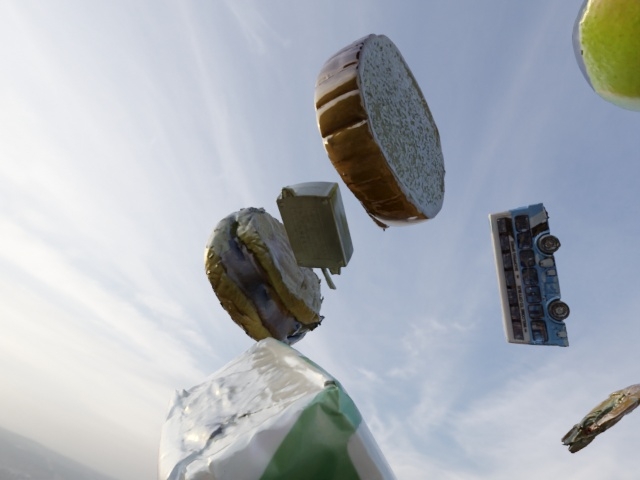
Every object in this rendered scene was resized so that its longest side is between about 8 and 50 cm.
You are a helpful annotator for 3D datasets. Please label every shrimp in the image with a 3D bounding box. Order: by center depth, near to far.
[{"bbox_3d":[0.493,0.303,0.718,0.041,0.180,0.099,52,7,24],"label":"shrimp"}]

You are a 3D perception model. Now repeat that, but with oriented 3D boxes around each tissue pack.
[{"bbox_3d":[-0.014,0.307,0.461,0.356,0.194,0.266,63,-18,-5],"label":"tissue pack"}]

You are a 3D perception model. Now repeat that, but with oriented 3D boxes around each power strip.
[{"bbox_3d":[0.000,0.000,0.550,0.075,0.042,0.175,0,-56,22],"label":"power strip"}]

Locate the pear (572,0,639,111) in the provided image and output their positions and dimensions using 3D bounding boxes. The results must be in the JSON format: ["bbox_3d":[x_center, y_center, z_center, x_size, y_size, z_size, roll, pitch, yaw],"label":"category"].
[{"bbox_3d":[0.570,-0.322,0.544,0.399,0.165,0.398,-4,-47,-5],"label":"pear"}]

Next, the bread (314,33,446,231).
[{"bbox_3d":[0.081,-0.130,0.521,0.070,0.236,0.236,-16,-50,35],"label":"bread"}]

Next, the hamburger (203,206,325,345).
[{"bbox_3d":[-0.103,0.068,0.794,0.265,0.134,0.285,53,8,1],"label":"hamburger"}]

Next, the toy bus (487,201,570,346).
[{"bbox_3d":[0.447,0.076,0.906,0.131,0.296,0.106,-7,-10,21],"label":"toy bus"}]
